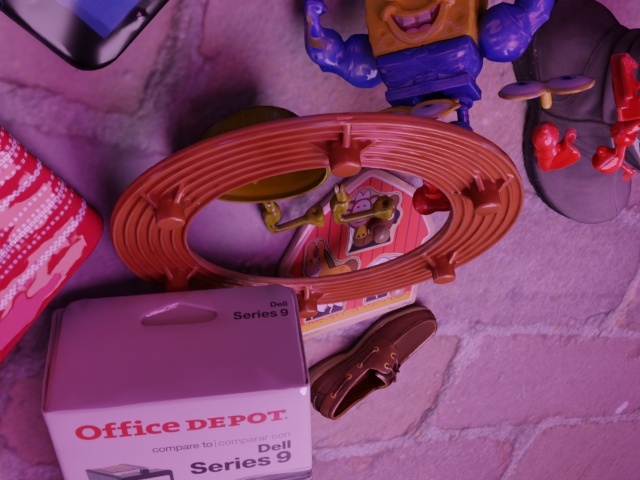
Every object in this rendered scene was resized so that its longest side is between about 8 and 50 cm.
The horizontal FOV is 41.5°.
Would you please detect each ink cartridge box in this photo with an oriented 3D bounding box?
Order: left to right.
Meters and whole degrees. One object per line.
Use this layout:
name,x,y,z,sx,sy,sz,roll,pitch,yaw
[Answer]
ink cartridge box,-0.116,0.190,0.764,0.211,0.122,0.289,-6,130,-6

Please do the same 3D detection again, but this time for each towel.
towel,-0.274,0.002,0.566,0.199,0.031,0.275,-53,150,-11

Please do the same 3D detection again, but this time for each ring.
ring,0.000,0.000,0.692,0.336,0.032,0.337,-6,156,-3

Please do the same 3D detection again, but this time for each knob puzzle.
knob puzzle,0.045,0.014,0.872,0.213,0.030,0.213,-19,130,-24

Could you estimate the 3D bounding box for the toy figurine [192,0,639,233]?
toy figurine,0.072,-0.152,0.707,0.362,0.217,0.191,-9,160,24

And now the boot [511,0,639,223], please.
boot,0.312,-0.089,0.852,0.118,0.223,0.338,-42,136,-4

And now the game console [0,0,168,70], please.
game console,-0.105,-0.246,0.482,0.173,0.250,0.293,41,93,-19

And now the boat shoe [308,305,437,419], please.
boat shoe,0.065,0.142,0.956,0.178,0.060,0.064,-33,134,-13
